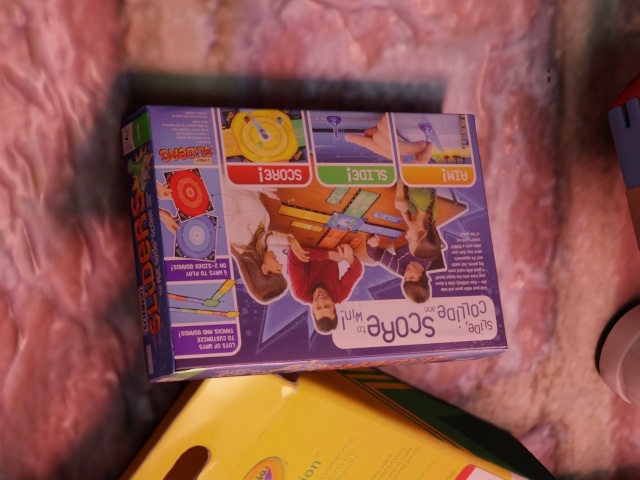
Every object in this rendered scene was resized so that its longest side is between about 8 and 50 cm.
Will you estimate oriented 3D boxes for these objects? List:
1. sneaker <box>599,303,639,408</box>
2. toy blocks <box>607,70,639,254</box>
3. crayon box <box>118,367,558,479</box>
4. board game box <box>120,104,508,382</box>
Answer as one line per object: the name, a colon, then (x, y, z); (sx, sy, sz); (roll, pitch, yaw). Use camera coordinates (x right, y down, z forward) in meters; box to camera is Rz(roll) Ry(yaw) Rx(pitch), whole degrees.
sneaker: (0.340, 0.087, 1.092); (0.290, 0.123, 0.106); (-12, 122, -26)
toy blocks: (0.322, -0.042, 0.935); (0.381, 0.190, 0.261); (-8, 80, -28)
crayon box: (-0.013, 0.172, 0.959); (0.318, 0.081, 0.202); (29, 102, -41)
board game box: (0.000, 0.000, 0.836); (0.201, 0.035, 0.136); (0, 78, -30)
